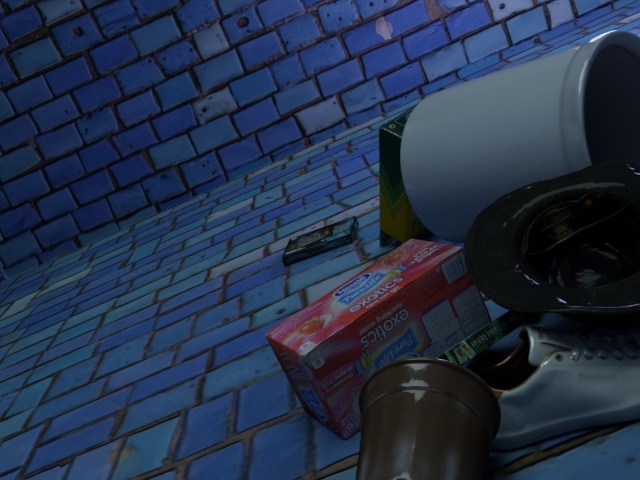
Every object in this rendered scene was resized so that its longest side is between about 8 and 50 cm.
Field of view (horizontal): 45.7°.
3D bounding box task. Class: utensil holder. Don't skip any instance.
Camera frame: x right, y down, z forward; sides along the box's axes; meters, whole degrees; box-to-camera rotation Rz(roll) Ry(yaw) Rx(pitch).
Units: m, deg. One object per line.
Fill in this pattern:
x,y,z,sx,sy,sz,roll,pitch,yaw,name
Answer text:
0.383,-0.160,1.350,0.327,0.328,0.385,-37,19,-35,utensil holder

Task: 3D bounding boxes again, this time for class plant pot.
0.110,0.243,0.827,0.167,0.167,0.165,-17,26,23,plant pot

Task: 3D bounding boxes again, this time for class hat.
0.352,0.034,0.985,0.331,0.134,0.331,-19,29,11,hat

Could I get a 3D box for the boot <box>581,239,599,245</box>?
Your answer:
0.491,-0.003,1.047,0.295,0.104,0.211,-53,34,-1,boot

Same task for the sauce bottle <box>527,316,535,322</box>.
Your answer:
0.329,0.079,1.186,0.042,0.042,0.128,-12,21,34,sauce bottle

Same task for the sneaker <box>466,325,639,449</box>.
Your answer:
0.309,0.145,0.887,0.290,0.123,0.106,-22,16,6,sneaker

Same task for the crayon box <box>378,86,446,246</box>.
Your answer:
0.221,-0.137,1.624,0.203,0.323,0.083,-35,51,-30,crayon box

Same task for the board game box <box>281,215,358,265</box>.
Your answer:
0.000,0.000,1.882,0.186,0.026,0.126,-19,18,16,board game box

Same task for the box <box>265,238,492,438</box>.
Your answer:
0.093,0.138,1.150,0.300,0.154,0.142,-33,19,-20,box

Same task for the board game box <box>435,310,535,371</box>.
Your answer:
0.189,0.145,0.993,0.259,0.030,0.136,-19,-17,-48,board game box
